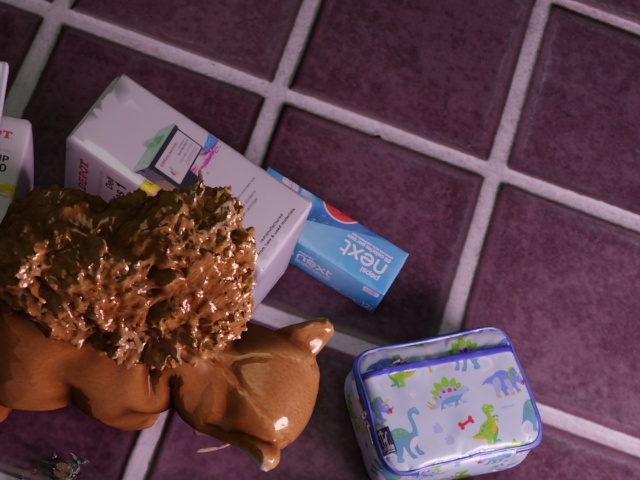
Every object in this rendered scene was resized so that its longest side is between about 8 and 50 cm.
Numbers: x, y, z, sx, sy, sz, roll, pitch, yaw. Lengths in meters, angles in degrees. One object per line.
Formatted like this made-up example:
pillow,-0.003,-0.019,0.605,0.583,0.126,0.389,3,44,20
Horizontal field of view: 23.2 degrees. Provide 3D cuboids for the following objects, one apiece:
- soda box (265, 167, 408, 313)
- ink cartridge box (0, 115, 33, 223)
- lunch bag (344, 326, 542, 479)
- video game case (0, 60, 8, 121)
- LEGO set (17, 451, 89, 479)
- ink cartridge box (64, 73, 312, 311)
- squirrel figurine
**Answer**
soda box,0.000,0.000,1.958,0.210,0.067,0.071,32,64,3
ink cartridge box,-0.443,-0.021,1.817,0.171,0.168,0.233,11,63,-6
lunch bag,0.145,0.200,1.886,0.219,0.090,0.176,-8,65,-16
video game case,-0.456,-0.124,1.755,0.183,0.023,0.201,6,63,-7
LEGO set,-0.306,0.272,1.797,0.083,0.023,0.054,-5,64,0
ink cartridge box,-0.167,-0.043,1.866,0.278,0.201,0.117,35,65,5
squirrel figurine,-0.177,0.100,1.688,0.370,0.397,0.281,26,64,6
